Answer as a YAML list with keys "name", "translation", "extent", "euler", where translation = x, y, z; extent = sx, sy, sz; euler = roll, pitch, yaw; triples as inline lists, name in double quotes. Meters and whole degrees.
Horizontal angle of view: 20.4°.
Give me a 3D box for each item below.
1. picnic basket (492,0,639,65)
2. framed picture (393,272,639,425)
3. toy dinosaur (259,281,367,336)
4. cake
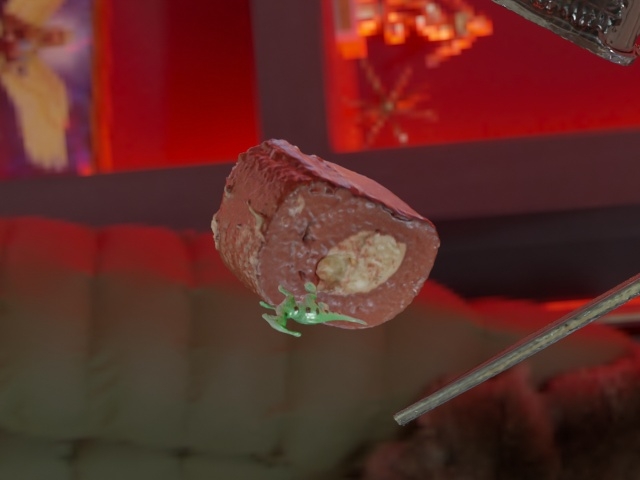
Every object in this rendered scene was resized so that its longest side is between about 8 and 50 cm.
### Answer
- name: "picnic basket"
  translation: [0.266, -0.332, 2.029]
  extent: [0.129, 0.297, 0.222]
  euler: [-66, 171, 26]
- name: "framed picture"
  translation: [0.247, 0.048, 1.505]
  extent: [0.016, 0.347, 0.265]
  euler: [60, 31, 5]
- name: "toy dinosaur"
  translation: [-0.007, 0.059, 1.375]
  extent: [0.062, 0.083, 0.021]
  euler: [-63, 173, -60]
- name: "cake"
  translation: [0.000, 0.000, 2.200]
  extent: [0.151, 0.283, 0.177]
  euler: [41, -74, 50]
